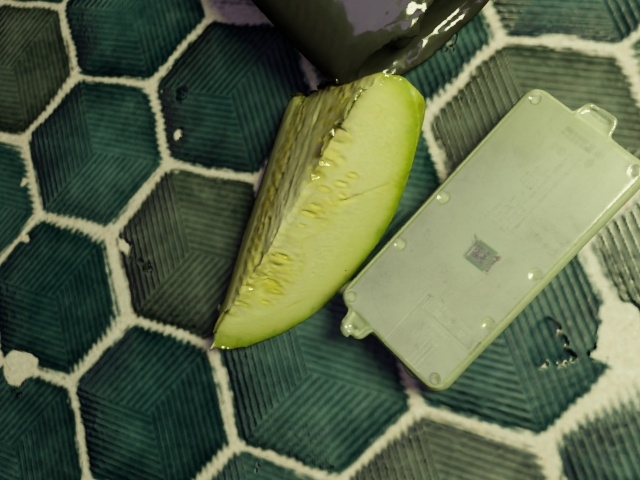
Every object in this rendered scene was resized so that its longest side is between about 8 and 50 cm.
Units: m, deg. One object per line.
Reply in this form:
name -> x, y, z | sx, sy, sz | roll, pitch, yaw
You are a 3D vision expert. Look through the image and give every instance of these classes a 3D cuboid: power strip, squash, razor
power strip -> 0.135, 0.002, 0.486 | 0.118, 0.046, 0.270 | 44, 96, 17
squash -> 0.000, 0.000, 0.500 | 0.169, 0.093, 0.252 | 12, 83, 65
razor -> -0.001, -0.307, 0.545 | 0.204, 0.113, 0.349 | -40, 72, 7
